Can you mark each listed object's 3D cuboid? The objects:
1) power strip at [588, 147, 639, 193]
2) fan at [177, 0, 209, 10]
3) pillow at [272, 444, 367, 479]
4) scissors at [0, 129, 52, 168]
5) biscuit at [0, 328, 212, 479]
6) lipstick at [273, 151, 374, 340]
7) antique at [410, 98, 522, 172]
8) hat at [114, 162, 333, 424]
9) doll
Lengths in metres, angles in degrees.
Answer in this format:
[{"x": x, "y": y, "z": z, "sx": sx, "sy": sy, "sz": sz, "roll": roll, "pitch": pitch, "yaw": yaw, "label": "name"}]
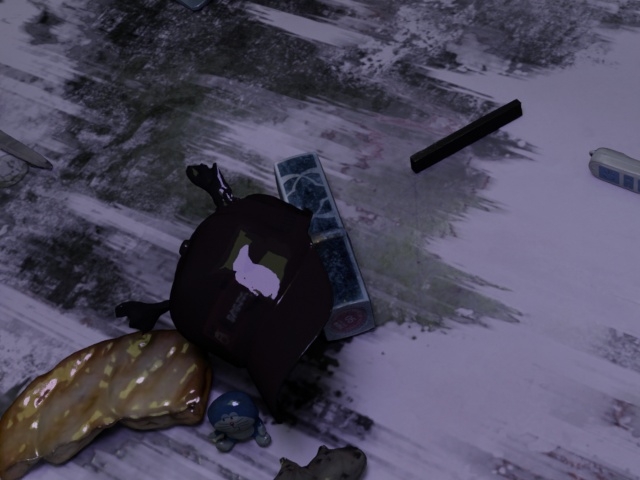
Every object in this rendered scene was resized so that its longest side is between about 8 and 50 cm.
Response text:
[{"x": 0.452, "y": -0.081, "z": 1.399, "sx": 0.191, "sy": 0.047, "sz": 0.030, "roll": 25, "pitch": 66, "yaw": 28, "label": "power strip"}, {"x": -0.312, "y": -0.479, "z": 1.878, "sx": 0.282, "sy": 0.023, "sz": 0.057, "roll": 26, "pitch": 71, "yaw": 28, "label": "fan"}, {"x": -0.046, "y": 0.323, "z": 1.192, "sx": 0.093, "sy": 0.051, "sz": 0.241, "roll": 28, "pitch": 66, "yaw": 29, "label": "pillow"}, {"x": -0.543, "y": -0.175, "z": 1.695, "sx": 0.300, "sy": 0.022, "sz": 0.109, "roll": 27, "pitch": 66, "yaw": 27, "label": "scissors"}, {"x": -0.285, "y": 0.203, "z": 1.337, "sx": 0.299, "sy": 0.045, "sz": 0.154, "roll": -17, "pitch": 53, "yaw": -1, "label": "biscuit"}, {"x": 0.000, "y": 0.000, "z": 1.414, "sx": 0.077, "sy": 0.076, "sz": 0.290, "roll": -17, "pitch": 49, "yaw": -2, "label": "lipstick"}, {"x": 0.217, "y": -0.156, "z": 1.515, "sx": 0.192, "sy": 0.031, "sz": 0.015, "roll": -29, "pitch": 53, "yaw": -11, "label": "antique"}, {"x": -0.119, "y": 0.057, "z": 1.237, "sx": 0.209, "sy": 0.238, "sz": 0.336, "roll": 18, "pitch": 24, "yaw": -18, "label": "hat"}, {"x": -0.107, "y": 0.221, "z": 1.265, "sx": 0.076, "sy": 0.083, "sz": 0.050, "roll": -14, "pitch": 47, "yaw": 4, "label": "doll"}]
